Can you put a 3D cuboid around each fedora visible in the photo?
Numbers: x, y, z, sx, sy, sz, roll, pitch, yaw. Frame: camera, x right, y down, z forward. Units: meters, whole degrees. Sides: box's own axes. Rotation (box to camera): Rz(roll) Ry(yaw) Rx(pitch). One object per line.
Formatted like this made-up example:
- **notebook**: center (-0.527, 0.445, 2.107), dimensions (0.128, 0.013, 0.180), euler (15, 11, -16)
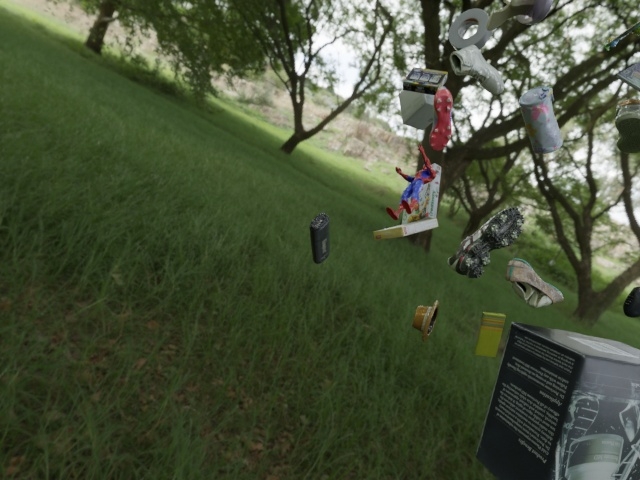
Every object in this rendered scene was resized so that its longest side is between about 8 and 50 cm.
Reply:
- **fedora**: center (0.427, 0.322, 1.710), dimensions (0.079, 0.194, 0.194), euler (18, 4, 25)

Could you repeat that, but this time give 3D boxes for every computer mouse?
- **computer mouse**: center (1.028, 0.141, 1.292), dimensions (0.071, 0.242, 0.041), euler (20, 21, 11)

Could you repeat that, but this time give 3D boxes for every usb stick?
- **usb stick**: center (0.000, 0.000, 1.361), dimensions (0.045, 0.077, 0.278), euler (34, -20, 16)

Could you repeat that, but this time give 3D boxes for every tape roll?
- **tape roll**: center (0.817, -1.138, 2.261), dimensions (0.219, 0.219, 0.072), euler (35, 15, 36)

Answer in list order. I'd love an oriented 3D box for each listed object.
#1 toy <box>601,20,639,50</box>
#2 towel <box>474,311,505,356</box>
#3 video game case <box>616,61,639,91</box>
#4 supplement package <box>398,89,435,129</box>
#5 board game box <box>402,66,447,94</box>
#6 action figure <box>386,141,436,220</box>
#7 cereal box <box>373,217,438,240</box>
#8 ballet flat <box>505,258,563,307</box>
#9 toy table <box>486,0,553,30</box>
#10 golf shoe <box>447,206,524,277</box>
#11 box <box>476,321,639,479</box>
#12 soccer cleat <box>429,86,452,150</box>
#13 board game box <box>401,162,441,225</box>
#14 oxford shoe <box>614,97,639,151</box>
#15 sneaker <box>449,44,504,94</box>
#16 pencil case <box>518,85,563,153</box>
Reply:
- **toy**: center (1.321, -0.882, 1.736), dimensions (0.137, 0.237, 0.056), euler (-38, 97, -40)
- **towel**: center (0.818, 0.456, 2.009), dimensions (0.102, 0.237, 0.021), euler (7, 20, 9)
- **video game case**: center (1.416, -0.695, 1.758), dimensions (0.201, 0.183, 0.023), euler (62, 3, 36)
- **supplement package**: center (0.550, -0.751, 2.254), dimensions (0.149, 0.203, 0.194), euler (8, -24, -28)
- **board game box**: center (0.494, -0.753, 1.959), dimensions (0.170, 0.141, 0.048), euler (20, -35, 23)
- **action figure**: center (0.275, -0.195, 1.282), dimensions (0.139, 0.091, 0.280), euler (56, 46, -12)
- **cereal box**: center (0.373, -0.048, 1.813), dimensions (0.240, 0.047, 0.173), euler (-14, 2, -37)
- **ballet flat**: center (0.789, 0.185, 1.549), dimensions (0.316, 0.106, 0.107), euler (34, -17, -22)
- **toy table**: center (0.771, -0.955, 1.628), dimensions (0.161, 0.252, 0.274), euler (4, 29, -6)
- **golf shoe**: center (0.497, -0.006, 1.265), dimensions (0.105, 0.273, 0.120), euler (51, -9, -17)
- **box**: center (0.813, 0.551, 1.288), dimensions (0.480, 0.471, 0.297), euler (12, 5, -16)
- **soccer cleat**: center (0.468, -0.468, 1.606), dimensions (0.083, 0.248, 0.095), euler (1, 46, 12)
- **board game box**: center (0.491, -0.206, 2.020), dimensions (0.053, 0.305, 0.193), euler (24, -28, -21)
- **oxford shoe**: center (1.504, -0.537, 1.978), dimensions (0.169, 0.130, 0.449), euler (-2, -16, 42)
- **sneaker**: center (0.746, -0.810, 2.017), dimensions (0.292, 0.169, 0.108), euler (58, -25, 14)
- **pencil case**: center (0.901, -0.486, 1.690), dimensions (0.273, 0.124, 0.113), euler (55, -1, -32)
